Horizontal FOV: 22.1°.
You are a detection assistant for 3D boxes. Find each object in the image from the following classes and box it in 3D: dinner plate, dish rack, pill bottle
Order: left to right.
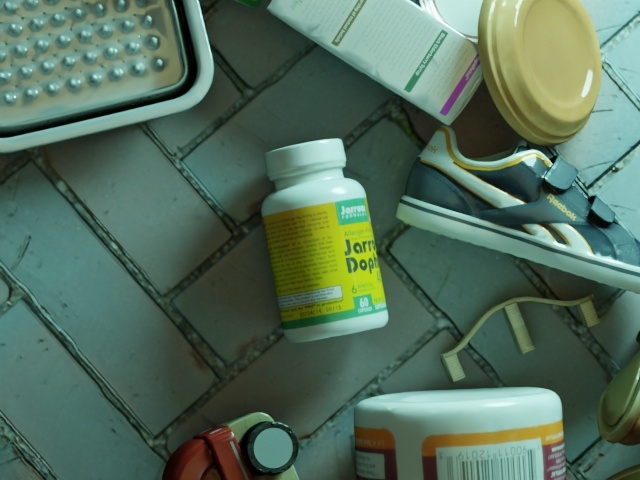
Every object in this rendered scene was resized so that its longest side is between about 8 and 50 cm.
[{"bbox_3d":[-0.283,-0.275,1.782,0.286,0.072,0.332,-14,89,-7],"label":"dish rack"},{"bbox_3d":[0.000,0.000,1.775,0.118,0.117,0.208,-10,88,-6],"label":"pill bottle"},{"bbox_3d":[0.155,0.358,1.724,0.224,0.224,0.392,-3,88,-6],"label":"pill bottle"},{"bbox_3d":[0.180,-0.282,1.854,0.141,0.017,0.141,0,88,-6],"label":"dinner plate"}]

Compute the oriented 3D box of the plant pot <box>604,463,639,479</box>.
[{"bbox_3d":[0.375,0.318,1.787,0.236,0.032,0.236,-2,126,-3],"label":"plant pot"}]

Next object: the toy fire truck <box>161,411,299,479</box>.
[{"bbox_3d":[-0.126,0.324,1.751,0.246,0.158,0.217,-23,90,-16],"label":"toy fire truck"}]

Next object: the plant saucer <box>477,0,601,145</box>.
[{"bbox_3d":[0.248,-0.204,1.789,0.200,0.037,0.200,10,76,-45],"label":"plant saucer"}]

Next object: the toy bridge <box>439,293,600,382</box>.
[{"bbox_3d":[0.222,0.097,1.839,0.188,0.026,0.063,-22,89,-6],"label":"toy bridge"}]

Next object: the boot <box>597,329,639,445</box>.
[{"bbox_3d":[0.420,0.190,1.746,0.220,0.283,0.109,40,117,5],"label":"boot"}]

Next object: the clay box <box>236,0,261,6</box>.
[{"bbox_3d":[-0.086,-0.377,1.778,0.127,0.053,0.222,16,77,-32],"label":"clay box"}]

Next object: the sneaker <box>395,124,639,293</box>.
[{"bbox_3d":[0.253,-0.033,1.797,0.321,0.126,0.127,18,92,-3],"label":"sneaker"}]

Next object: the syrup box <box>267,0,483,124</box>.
[{"bbox_3d":[0.066,-0.227,1.794,0.237,0.093,0.096,33,98,-4],"label":"syrup box"}]
